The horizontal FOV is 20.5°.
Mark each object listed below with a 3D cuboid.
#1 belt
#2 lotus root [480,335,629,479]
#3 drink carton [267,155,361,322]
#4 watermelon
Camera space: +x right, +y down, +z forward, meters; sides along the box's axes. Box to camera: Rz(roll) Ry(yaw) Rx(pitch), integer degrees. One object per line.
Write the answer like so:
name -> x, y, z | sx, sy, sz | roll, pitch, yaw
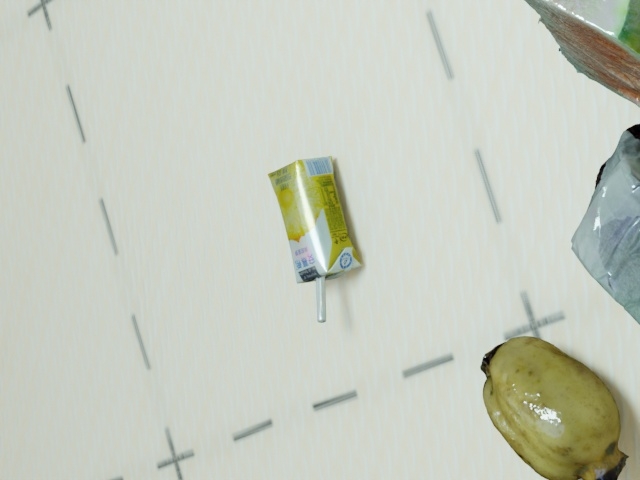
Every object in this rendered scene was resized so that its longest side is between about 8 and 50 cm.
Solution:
belt -> 0.369, 0.024, 1.735 | 0.289, 0.184, 0.164 | 51, 134, 35
lotus root -> 0.262, 0.195, 1.920 | 0.221, 0.118, 0.125 | 45, 158, 29
drink carton -> 0.000, 0.000, 2.188 | 0.084, 0.074, 0.200 | -20, 83, 47
watermelon -> 0.296, -0.224, 1.735 | 0.180, 0.305, 0.224 | -8, 74, 17
